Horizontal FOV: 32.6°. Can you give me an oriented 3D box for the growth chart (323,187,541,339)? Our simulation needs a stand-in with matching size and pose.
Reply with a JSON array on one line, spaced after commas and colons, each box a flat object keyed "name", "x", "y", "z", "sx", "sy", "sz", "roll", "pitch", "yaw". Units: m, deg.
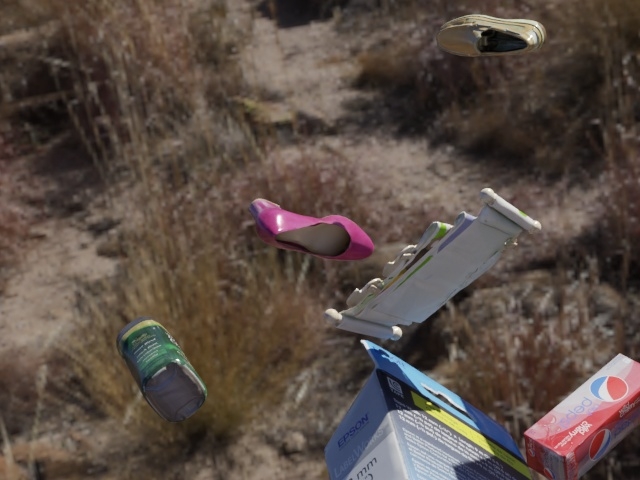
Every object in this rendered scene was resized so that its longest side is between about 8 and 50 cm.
[{"name": "growth chart", "x": 0.125, "y": 0.032, "z": 1.199, "sx": 0.237, "sy": 0.021, "sz": 0.172, "roll": -39, "pitch": -32, "yaw": 11}]

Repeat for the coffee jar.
[{"name": "coffee jar", "x": -0.232, "y": 0.180, "z": 1.571, "sx": 0.079, "sy": 0.096, "sz": 0.184, "roll": -38, "pitch": 30, "yaw": -8}]

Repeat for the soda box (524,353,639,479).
[{"name": "soda box", "x": 0.473, "y": 0.310, "z": 1.895, "sx": 0.263, "sy": 0.083, "sz": 0.092, "roll": -32, "pitch": 39, "yaw": -27}]

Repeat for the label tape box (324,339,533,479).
[{"name": "label tape box", "x": 0.135, "y": 0.289, "z": 1.189, "sx": 0.115, "sy": 0.249, "sz": 0.347, "roll": -48, "pitch": 25, "yaw": 16}]

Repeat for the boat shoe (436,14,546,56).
[{"name": "boat shoe", "x": 0.261, "y": -0.324, "z": 1.752, "sx": 0.190, "sy": 0.068, "sz": 0.072, "roll": 3, "pitch": 27, "yaw": 37}]

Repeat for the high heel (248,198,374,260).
[{"name": "high heel", "x": 0.000, "y": 0.000, "z": 1.789, "sx": 0.244, "sy": 0.082, "sz": 0.117, "roll": 25, "pitch": 15, "yaw": -30}]
